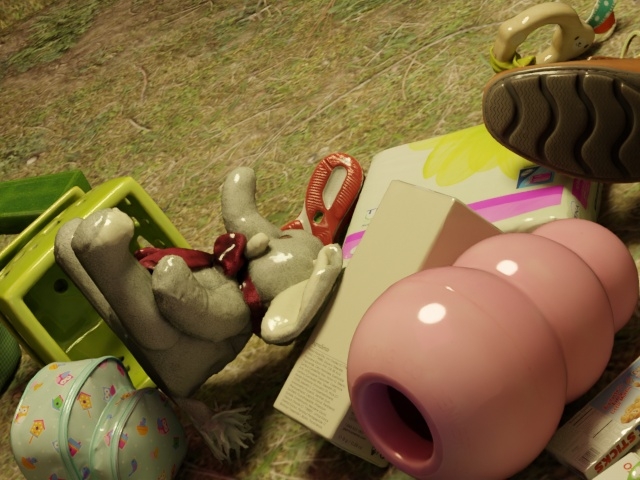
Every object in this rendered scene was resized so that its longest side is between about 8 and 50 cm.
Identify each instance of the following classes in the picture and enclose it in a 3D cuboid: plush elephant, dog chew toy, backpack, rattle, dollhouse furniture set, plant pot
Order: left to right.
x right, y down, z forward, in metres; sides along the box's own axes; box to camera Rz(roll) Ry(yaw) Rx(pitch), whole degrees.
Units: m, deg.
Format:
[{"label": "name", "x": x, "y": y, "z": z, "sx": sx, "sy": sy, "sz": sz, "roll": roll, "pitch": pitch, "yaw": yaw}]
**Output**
[{"label": "dollhouse furniture set", "x": -0.408, "y": 0.076, "z": 1.826, "sx": 0.151, "sy": 0.197, "sz": 0.301, "roll": -4, "pitch": 39, "yaw": 23}, {"label": "plant pot", "x": -0.296, "y": 0.067, "z": 1.707, "sx": 0.227, "sy": 0.228, "sz": 0.207, "roll": -46, "pitch": 27, "yaw": -22}, {"label": "backpack", "x": -0.242, "y": 0.221, "z": 1.455, "sx": 0.144, "sy": 0.188, "sz": 0.166, "roll": -11, "pitch": 35, "yaw": 32}, {"label": "plush elephant", "x": -0.102, "y": 0.044, "z": 1.477, "sx": 0.255, "sy": 0.330, "sz": 0.272, "roll": -38, "pitch": 2, "yaw": -15}, {"label": "dog chew toy", "x": 0.182, "y": 0.088, "z": 1.271, "sx": 0.332, "sy": 0.206, "sz": 0.207, "roll": -33, "pitch": 26, "yaw": -34}, {"label": "rattle", "x": 0.334, "y": -0.244, "z": 1.743, "sx": 0.200, "sy": 0.130, "sz": 0.143, "roll": -12, "pitch": 37, "yaw": -19}]

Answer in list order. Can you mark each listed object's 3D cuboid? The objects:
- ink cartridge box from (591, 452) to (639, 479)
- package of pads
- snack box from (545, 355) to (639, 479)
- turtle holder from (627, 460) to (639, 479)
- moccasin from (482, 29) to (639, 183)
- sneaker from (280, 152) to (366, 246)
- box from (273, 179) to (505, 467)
[{"label": "ink cartridge box", "x": 0.243, "y": 0.247, "z": 1.114, "sx": 0.122, "sy": 0.052, "sz": 0.088, "roll": -35, "pitch": 31, "yaw": -4}, {"label": "package of pads", "x": 0.177, "y": -0.039, "z": 1.547, "sx": 0.296, "sy": 0.101, "sz": 0.229, "roll": -13, "pitch": 35, "yaw": 28}, {"label": "snack box", "x": 0.292, "y": 0.150, "z": 1.241, "sx": 0.178, "sy": 0.022, "sz": 0.064, "roll": -39, "pitch": 29, "yaw": -13}, {"label": "turtle holder", "x": 0.332, "y": 0.234, "z": 0.818, "sx": 0.320, "sy": 0.243, "sz": 0.227, "roll": -33, "pitch": 10, "yaw": -24}, {"label": "moccasin", "x": 0.364, "y": -0.145, "z": 1.420, "sx": 0.380, "sy": 0.139, "sz": 0.147, "roll": -4, "pitch": 21, "yaw": 7}, {"label": "sneaker", "x": 0.000, "y": 0.000, "z": 1.695, "sx": 0.087, "sy": 0.128, "sz": 0.221, "roll": 36, "pitch": 94, "yaw": 17}, {"label": "box", "x": 0.071, "y": 0.083, "z": 1.374, "sx": 0.113, "sy": 0.094, "sz": 0.275, "roll": 23, "pitch": 83, "yaw": 53}]
